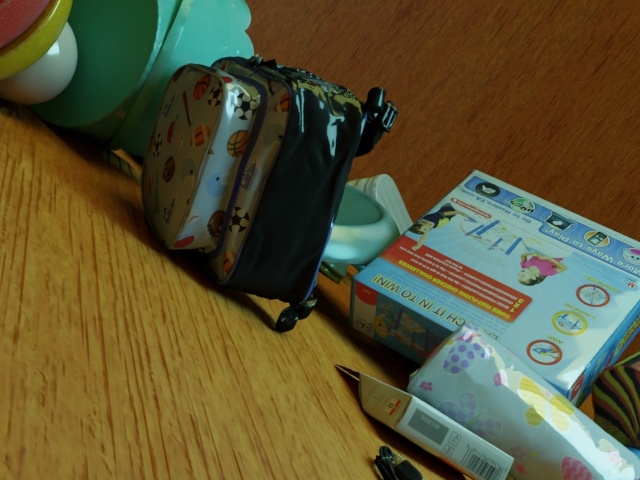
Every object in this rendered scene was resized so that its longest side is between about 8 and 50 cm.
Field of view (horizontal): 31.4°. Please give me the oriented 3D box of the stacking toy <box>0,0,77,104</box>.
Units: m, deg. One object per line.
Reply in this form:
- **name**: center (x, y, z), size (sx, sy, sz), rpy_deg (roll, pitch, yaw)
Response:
- **stacking toy**: center (-0.363, -0.267, 1.116), size (0.350, 0.350, 0.480), rpy_deg (39, -12, 17)

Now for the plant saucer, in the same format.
- **plant saucer**: center (-0.035, -0.049, 1.557), size (0.318, 0.043, 0.317), rpy_deg (14, 18, -5)

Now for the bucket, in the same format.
- **bucket**: center (-0.238, -0.244, 1.409), size (0.281, 0.281, 0.183), rpy_deg (40, 16, 26)

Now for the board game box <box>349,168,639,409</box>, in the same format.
- **board game box**: center (0.247, 0.066, 1.464), size (0.308, 0.086, 0.302), rpy_deg (28, 46, 26)

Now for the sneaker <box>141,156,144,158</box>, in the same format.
- **sneaker**: center (-0.232, -0.151, 1.585), size (0.111, 0.103, 0.252), rpy_deg (30, 2, -26)

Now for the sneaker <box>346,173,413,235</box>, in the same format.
- **sneaker**: center (0.083, 0.016, 2.008), size (0.108, 0.169, 0.292), rpy_deg (-55, 131, -47)

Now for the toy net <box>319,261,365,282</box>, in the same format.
- **toy net**: center (0.061, 0.054, 1.900), size (0.232, 0.045, 0.122), rpy_deg (36, 9, -39)

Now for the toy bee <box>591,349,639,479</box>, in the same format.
- **toy bee**: center (0.362, 0.268, 1.376), size (0.195, 0.298, 0.162), rpy_deg (2, 5, -35)

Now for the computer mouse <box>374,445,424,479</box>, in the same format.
- **computer mouse**: center (0.125, 0.238, 0.918), size (0.242, 0.041, 0.071), rpy_deg (41, 8, 40)

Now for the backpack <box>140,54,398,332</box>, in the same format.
- **backpack**: center (-0.081, -0.080, 1.250), size (0.213, 0.276, 0.263), rpy_deg (21, 9, -21)

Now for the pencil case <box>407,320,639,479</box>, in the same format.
- **pencil case**: center (0.227, 0.212, 1.267), size (0.273, 0.124, 0.113), rpy_deg (42, 50, 12)

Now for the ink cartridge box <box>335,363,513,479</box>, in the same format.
- **ink cartridge box**: center (0.096, 0.192, 1.187), size (0.145, 0.045, 0.179), rpy_deg (34, -12, -23)
